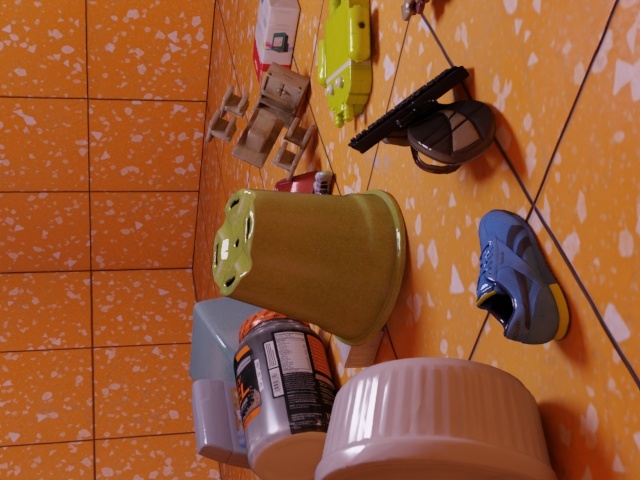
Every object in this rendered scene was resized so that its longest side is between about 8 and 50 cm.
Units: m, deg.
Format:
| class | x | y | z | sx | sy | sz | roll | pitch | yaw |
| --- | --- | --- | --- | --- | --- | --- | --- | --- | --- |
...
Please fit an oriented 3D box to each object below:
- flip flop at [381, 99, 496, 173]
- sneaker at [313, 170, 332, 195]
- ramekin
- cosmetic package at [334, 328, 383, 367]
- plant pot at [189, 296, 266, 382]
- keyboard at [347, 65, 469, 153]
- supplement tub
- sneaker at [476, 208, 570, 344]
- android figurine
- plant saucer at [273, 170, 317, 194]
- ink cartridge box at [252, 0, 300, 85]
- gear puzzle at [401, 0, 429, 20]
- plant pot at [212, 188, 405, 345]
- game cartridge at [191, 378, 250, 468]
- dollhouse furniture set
| class | x | y | z | sx | sy | sz | roll | pitch | yaw |
| --- | --- | --- | --- | --- | --- | --- | --- | --- | --- |
| flip flop | 0.157 | -0.132 | 1.171 | 0.080 | 0.112 | 0.277 | 66 | 168 | -16 |
| sneaker | 0.009 | -0.103 | 1.843 | 0.098 | 0.038 | 0.069 | 104 | 159 | -72 |
| ramekin | 0.130 | 0.232 | 0.989 | 0.273 | 0.272 | 0.127 | 113 | 164 | -57 |
| cosmetic package | 0.053 | 0.117 | 1.632 | 0.239 | 0.060 | 0.099 | -107 | 26 | -45 |
| plant pot | -0.158 | 0.298 | 2.124 | 0.252 | 0.247 | 0.248 | 51 | 142 | 45 |
| keyboard | 0.118 | -0.179 | 1.177 | 0.023 | 0.180 | 0.108 | 53 | 179 | -15 |
| supplement tub | -0.072 | 0.320 | 1.840 | 0.338 | 0.207 | 0.207 | -105 | 20 | -44 |
| sneaker | 0.210 | 0.034 | 1.000 | 0.209 | 0.082 | 0.069 | -106 | 19 | -48 |
| android figurine | 0.046 | -0.353 | 1.645 | 0.248 | 0.056 | 0.273 | 176 | 95 | -75 |
| plant saucer | -0.091 | -0.040 | 2.060 | 0.258 | 0.047 | 0.259 | -176 | 103 | -75 |
| ink cartridge box | -0.116 | -0.519 | 2.194 | 0.231 | 0.078 | 0.134 | 103 | 160 | -43 |
| gear puzzle | 0.180 | -0.455 | 1.166 | 0.339 | 0.044 | 0.176 | 130 | 139 | -64 |
| plant pot | -0.035 | 0.024 | 1.464 | 0.276 | 0.253 | 0.276 | -36 | 48 | 54 |
| game cartridge | -0.132 | 0.409 | 1.913 | 0.062 | 0.297 | 0.198 | -61 | 31 | 32 |
| dollhouse furniture set | -0.128 | -0.262 | 2.014 | 0.161 | 0.212 | 0.242 | 119 | 175 | -60 |
